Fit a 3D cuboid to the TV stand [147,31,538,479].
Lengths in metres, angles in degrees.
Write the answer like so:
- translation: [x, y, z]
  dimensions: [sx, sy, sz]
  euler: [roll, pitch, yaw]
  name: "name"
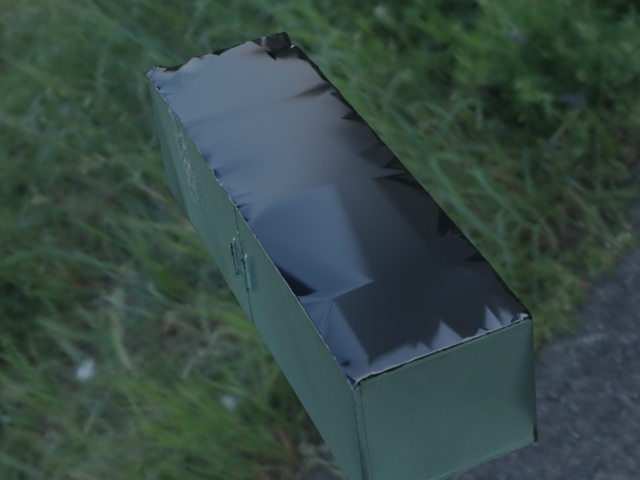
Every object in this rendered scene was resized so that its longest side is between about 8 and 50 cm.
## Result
- translation: [0.000, 0.000, 0.738]
  dimensions: [0.088, 0.083, 0.269]
  euler: [-20, 40, -15]
  name: "TV stand"
